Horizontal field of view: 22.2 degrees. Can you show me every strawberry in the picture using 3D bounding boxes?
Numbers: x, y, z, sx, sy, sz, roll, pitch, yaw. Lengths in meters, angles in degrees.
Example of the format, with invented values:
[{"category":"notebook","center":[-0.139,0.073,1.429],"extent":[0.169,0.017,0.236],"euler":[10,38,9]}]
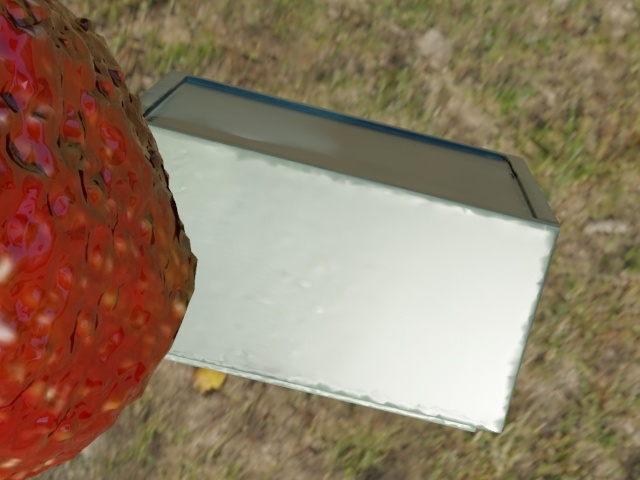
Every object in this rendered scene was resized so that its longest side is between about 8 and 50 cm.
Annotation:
[{"category":"strawberry","center":[-0.172,-0.022,0.520],"extent":[0.276,0.257,0.257],"euler":[17,64,-24]}]

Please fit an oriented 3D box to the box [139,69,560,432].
[{"category":"box","center":[0.000,0.000,0.904],"extent":[0.225,0.225,0.117],"euler":[14,102,-1]}]
